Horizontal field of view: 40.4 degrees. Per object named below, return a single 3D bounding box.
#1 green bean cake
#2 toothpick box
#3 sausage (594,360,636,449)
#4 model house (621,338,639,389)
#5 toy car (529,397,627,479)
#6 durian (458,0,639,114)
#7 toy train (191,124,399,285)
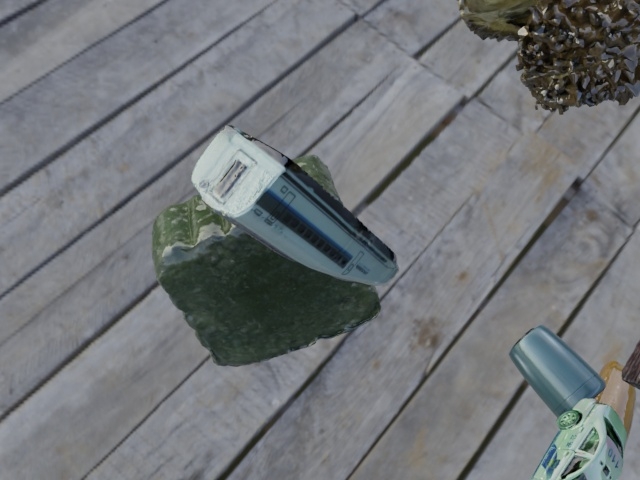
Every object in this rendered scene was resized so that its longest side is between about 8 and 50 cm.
[{"bbox_3d":[-0.050,0.026,0.840,0.183,0.185,0.094,-22,39,4],"label":"green bean cake"},{"bbox_3d":[0.476,0.266,1.774,0.120,0.120,0.184,-30,67,-30],"label":"toothpick box"},{"bbox_3d":[0.599,0.393,1.843,0.116,0.134,0.354,1,43,40],"label":"sausage"},{"bbox_3d":[0.636,0.179,1.422,0.230,0.248,0.281,34,86,-26],"label":"model house"},{"bbox_3d":[0.329,0.307,1.121,0.224,0.076,0.090,-47,112,-33],"label":"toy car"},{"bbox_3d":[0.188,-0.185,0.575,0.196,0.196,0.167,46,17,15],"label":"durian"},{"bbox_3d":[0.000,-0.001,0.587,0.055,0.252,0.048,33,88,29],"label":"toy train"}]
